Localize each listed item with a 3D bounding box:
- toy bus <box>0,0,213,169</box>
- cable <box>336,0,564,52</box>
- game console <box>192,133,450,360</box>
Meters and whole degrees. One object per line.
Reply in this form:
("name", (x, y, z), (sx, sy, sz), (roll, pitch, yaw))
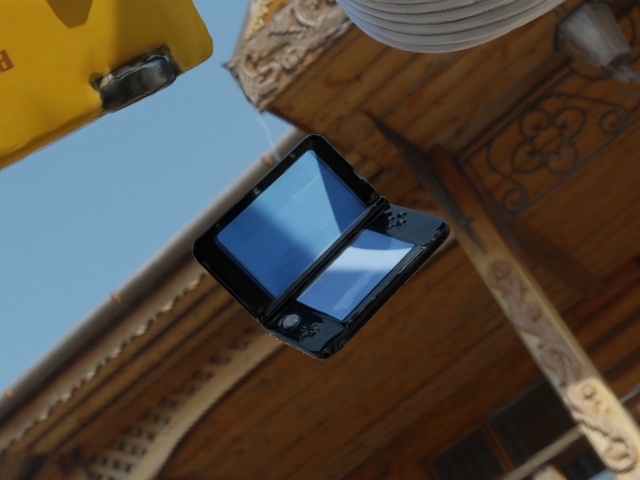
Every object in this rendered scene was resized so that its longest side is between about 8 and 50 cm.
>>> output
("toy bus", (-0.234, -0.075, 0.611), (0.332, 0.108, 0.130), (-31, 10, -13))
("cable", (0.096, -0.247, 0.652), (0.257, 0.257, 0.089), (-15, -31, 27))
("game console", (0.000, 0.000, 0.656), (0.122, 0.107, 0.071), (-45, -58, -17))
